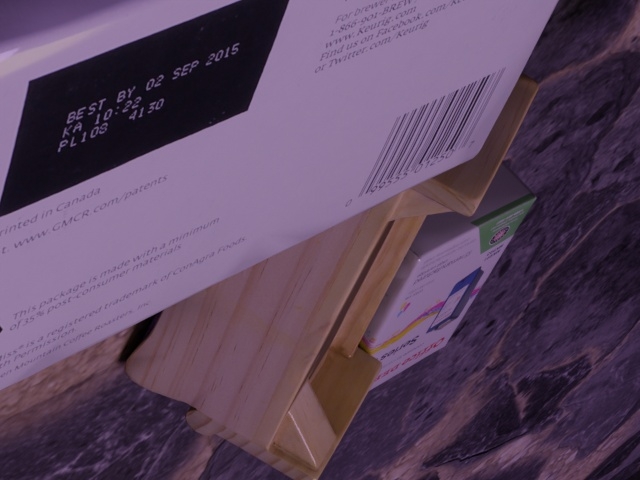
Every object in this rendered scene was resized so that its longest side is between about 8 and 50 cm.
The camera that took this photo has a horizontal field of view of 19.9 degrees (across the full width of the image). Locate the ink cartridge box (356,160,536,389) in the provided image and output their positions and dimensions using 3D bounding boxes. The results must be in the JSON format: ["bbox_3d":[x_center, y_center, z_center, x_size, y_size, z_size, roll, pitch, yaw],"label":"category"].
[{"bbox_3d":[0.068,0.026,1.546,0.154,0.093,0.212,-25,155,-40],"label":"ink cartridge box"}]

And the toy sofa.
[{"bbox_3d":[0.000,0.000,1.337,0.150,0.177,0.362,-57,175,-45],"label":"toy sofa"}]

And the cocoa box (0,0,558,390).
[{"bbox_3d":[-0.082,-0.127,0.771,0.347,0.228,0.231,-27,155,-36],"label":"cocoa box"}]
